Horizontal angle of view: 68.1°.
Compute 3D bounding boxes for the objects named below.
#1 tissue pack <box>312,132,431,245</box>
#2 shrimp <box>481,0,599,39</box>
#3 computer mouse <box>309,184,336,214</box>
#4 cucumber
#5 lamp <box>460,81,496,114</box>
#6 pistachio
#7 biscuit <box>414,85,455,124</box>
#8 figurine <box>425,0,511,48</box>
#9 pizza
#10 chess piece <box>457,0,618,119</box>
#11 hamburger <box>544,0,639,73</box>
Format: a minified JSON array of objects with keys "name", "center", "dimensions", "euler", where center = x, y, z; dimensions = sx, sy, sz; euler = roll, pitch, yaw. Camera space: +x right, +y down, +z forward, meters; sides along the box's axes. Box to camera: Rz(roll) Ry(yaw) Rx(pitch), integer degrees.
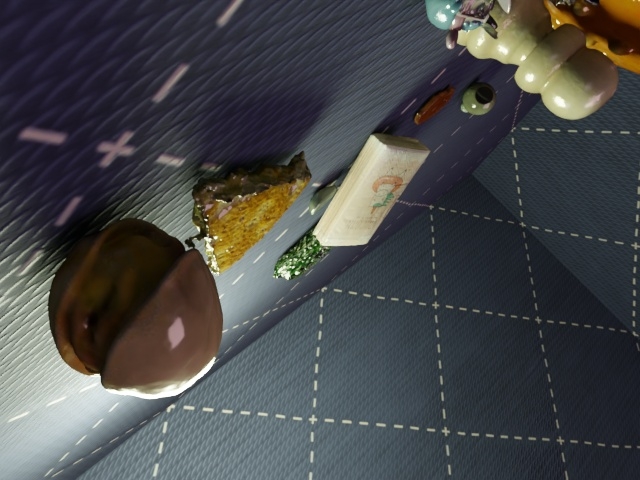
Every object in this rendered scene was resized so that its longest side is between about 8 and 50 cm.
[{"name":"tissue pack","center":[0.124,-0.117,1.199],"dimensions":[0.170,0.071,0.325],"euler":[-3,136,-40]},{"name":"shrimp","center":[0.333,-0.391,0.762],"dimensions":[0.152,0.220,0.046],"euler":[118,-18,-53]},{"name":"computer mouse","center":[0.002,-0.106,1.148],"dimensions":[0.110,0.032,0.056],"euler":[-45,175,-42]},{"name":"cucumber","center":[0.000,0.000,1.380],"dimensions":[0.359,0.096,0.096],"euler":[-45,168,11]},{"name":"lamp","center":[0.452,-0.407,1.395],"dimensions":[0.091,0.091,0.163],"euler":[-41,-176,0]},{"name":"pistachio","center":[-0.241,0.103,0.669],"dimensions":[0.230,0.230,0.308],"euler":[-35,156,-29]},{"name":"biscuit","center":[0.290,-0.346,1.216],"dimensions":[0.131,0.019,0.102],"euler":[-37,169,-22]},{"name":"figurine","center":[0.218,-0.403,0.624],"dimensions":[0.260,0.103,0.205],"euler":[106,-2,-67]},{"name":"pizza","center":[-0.133,-0.065,0.767],"dimensions":[0.280,0.075,0.288],"euler":[-45,167,1]},{"name":"chess piece","center":[0.401,-0.348,0.867],"dimensions":[0.167,0.299,0.167],"euler":[-39,167,-11]},{"name":"hamburger","center":[0.589,-0.468,0.836],"dimensions":[0.277,0.396,0.396],"euler":[-55,165,16]}]
